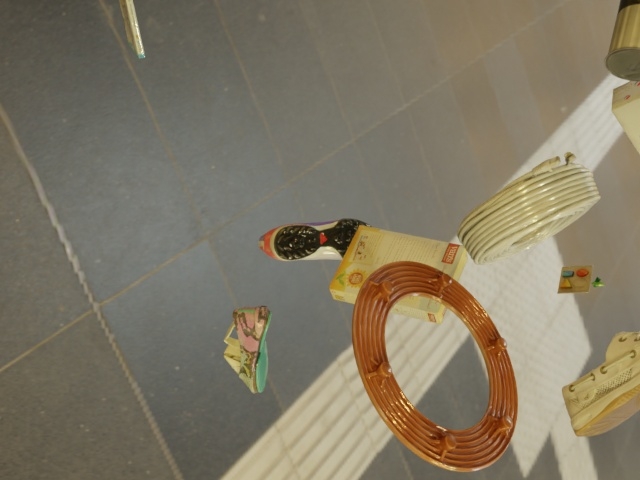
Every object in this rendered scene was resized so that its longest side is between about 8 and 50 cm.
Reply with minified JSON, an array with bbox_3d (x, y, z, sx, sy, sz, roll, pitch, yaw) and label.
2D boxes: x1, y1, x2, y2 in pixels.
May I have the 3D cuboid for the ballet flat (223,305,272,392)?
[{"bbox_3d":[-0.128,0.184,1.417,0.222,0.079,0.077,97,6,-48],"label":"ballet flat"}]

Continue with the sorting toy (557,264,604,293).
[{"bbox_3d":[0.460,0.066,1.440,0.012,0.083,0.062,49,50,-36],"label":"sorting toy"}]

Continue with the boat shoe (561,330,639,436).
[{"bbox_3d":[0.434,0.165,1.124,0.098,0.277,0.096,11,45,-38],"label":"boat shoe"}]

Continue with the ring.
[{"bbox_3d":[0.187,0.179,1.241,0.336,0.032,0.337,22,50,-28],"label":"ring"}]

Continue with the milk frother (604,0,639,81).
[{"bbox_3d":[0.436,-0.323,1.159,0.129,0.143,0.135,95,12,-73],"label":"milk frother"}]

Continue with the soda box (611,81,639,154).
[{"bbox_3d":[0.570,-0.169,1.370,0.216,0.069,0.074,48,41,-21],"label":"soda box"}]

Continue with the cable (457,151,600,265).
[{"bbox_3d":[0.370,-0.045,1.453,0.257,0.257,0.089,4,56,-63],"label":"cable"}]

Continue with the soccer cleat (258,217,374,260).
[{"bbox_3d":[0.000,0.000,2.023,0.318,0.116,0.109,-3,93,-32],"label":"soccer cleat"}]

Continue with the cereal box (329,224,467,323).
[{"bbox_3d":[0.159,0.066,1.662,0.173,0.240,0.047,-61,150,-30],"label":"cereal box"}]

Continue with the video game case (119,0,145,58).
[{"bbox_3d":[-0.383,-0.456,1.629,0.015,0.119,0.166,-17,119,-16],"label":"video game case"}]
